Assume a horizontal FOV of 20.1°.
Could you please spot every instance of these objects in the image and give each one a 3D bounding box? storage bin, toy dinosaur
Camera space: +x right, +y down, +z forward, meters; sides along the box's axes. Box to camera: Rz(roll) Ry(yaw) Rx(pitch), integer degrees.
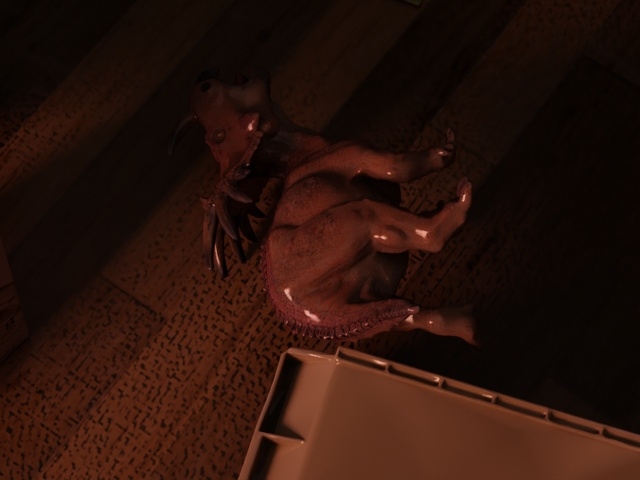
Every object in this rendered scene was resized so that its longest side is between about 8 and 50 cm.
[{"bbox_3d":[0.063,0.231,1.170,0.260,0.123,0.262,16,65,7],"label":"storage bin"},{"bbox_3d":[0.000,0.000,1.245,0.200,0.127,0.296,-6,36,-3],"label":"toy dinosaur"}]

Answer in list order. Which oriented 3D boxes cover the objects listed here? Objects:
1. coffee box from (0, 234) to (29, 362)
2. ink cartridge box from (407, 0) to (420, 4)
[{"bbox_3d":[-0.299,0.024,1.159,0.119,0.297,0.168,38,69,16],"label":"coffee box"},{"bbox_3d":[-0.010,-0.322,1.453,0.255,0.097,0.189,18,64,8],"label":"ink cartridge box"}]
